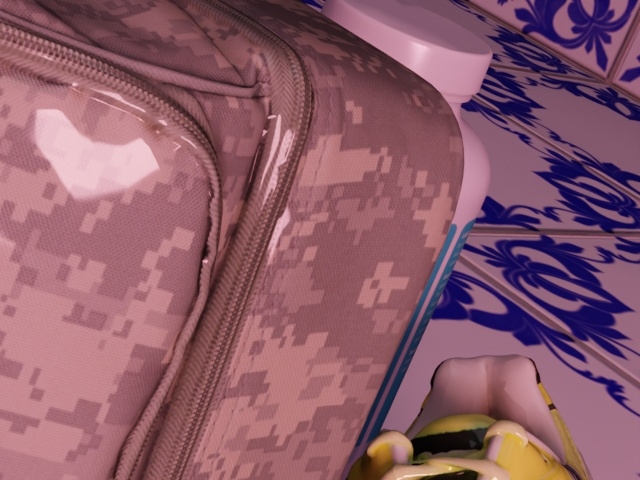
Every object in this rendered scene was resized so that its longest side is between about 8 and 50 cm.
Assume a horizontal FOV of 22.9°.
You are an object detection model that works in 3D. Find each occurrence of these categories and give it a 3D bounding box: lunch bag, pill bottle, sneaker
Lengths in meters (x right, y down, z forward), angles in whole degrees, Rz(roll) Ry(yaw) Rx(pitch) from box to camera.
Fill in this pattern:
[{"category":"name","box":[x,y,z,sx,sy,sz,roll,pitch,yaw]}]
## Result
[{"category":"lunch bag","box":[-0.130,0.032,0.585,0.256,0.305,0.212,10,19,-42]},{"category":"pill bottle","box":[0.000,0.000,0.862,0.146,0.264,0.146,21,18,-7]},{"category":"sneaker","box":[0.037,0.151,0.616,0.145,0.147,0.384,-5,9,10]}]
